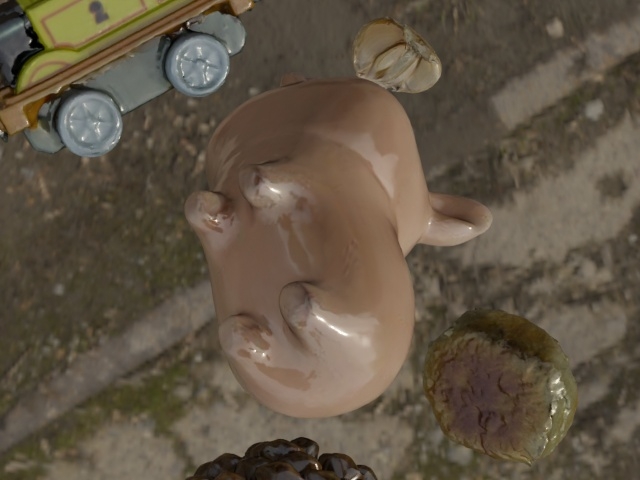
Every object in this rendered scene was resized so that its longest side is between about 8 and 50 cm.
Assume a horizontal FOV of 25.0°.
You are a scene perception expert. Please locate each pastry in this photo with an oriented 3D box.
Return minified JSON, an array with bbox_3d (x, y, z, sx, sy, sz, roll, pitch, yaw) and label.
[{"bbox_3d":[0.224,0.179,1.795,0.193,0.093,0.182,20,116,29],"label":"pastry"}]

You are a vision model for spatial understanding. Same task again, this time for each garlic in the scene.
[{"bbox_3d":[0.093,-0.224,1.769,0.113,0.074,0.094,43,116,-2],"label":"garlic"}]

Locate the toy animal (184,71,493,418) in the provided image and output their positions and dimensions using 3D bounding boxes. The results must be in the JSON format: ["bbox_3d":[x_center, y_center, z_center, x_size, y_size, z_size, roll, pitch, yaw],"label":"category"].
[{"bbox_3d":[0.000,0.000,1.271,0.237,0.326,0.269,-18,158,24],"label":"toy animal"}]

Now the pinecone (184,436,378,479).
[{"bbox_3d":[-0.023,0.224,1.005,0.186,0.212,0.168,28,127,9],"label":"pinecone"}]

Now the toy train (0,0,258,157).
[{"bbox_3d":[-0.138,-0.136,0.931,0.219,0.089,0.127,-30,109,-9],"label":"toy train"}]
